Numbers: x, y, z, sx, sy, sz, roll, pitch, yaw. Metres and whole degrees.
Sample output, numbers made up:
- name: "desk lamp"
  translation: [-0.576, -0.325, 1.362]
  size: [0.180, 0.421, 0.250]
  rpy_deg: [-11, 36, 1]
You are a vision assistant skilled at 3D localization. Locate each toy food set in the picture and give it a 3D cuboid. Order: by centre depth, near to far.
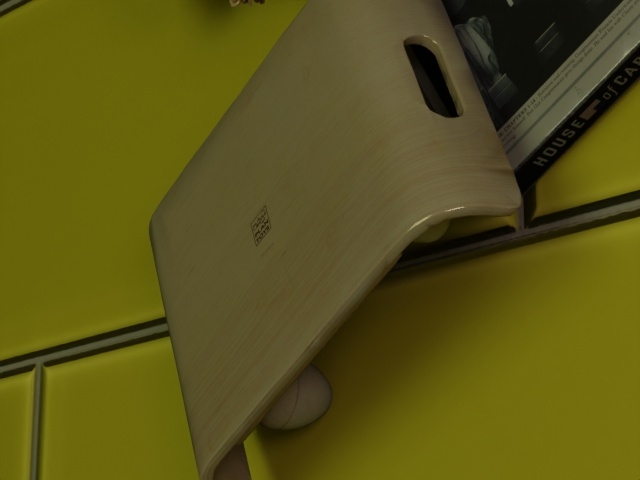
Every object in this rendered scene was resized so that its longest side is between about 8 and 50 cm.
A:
- name: "toy food set"
  translation: [0.000, 0.000, 1.068]
  size: [0.306, 0.092, 0.220]
  rpy_deg: [-50, 38, 33]

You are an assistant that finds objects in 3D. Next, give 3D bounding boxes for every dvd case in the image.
- name: "dvd case"
  translation: [0.118, -0.165, 1.036]
  size: [0.179, 0.029, 0.239]
  rpy_deg: [-47, 49, 27]

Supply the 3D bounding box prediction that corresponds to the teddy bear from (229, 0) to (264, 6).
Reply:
- name: "teddy bear"
  translation: [-0.043, -0.277, 1.146]
  size: [0.338, 0.113, 0.245]
  rpy_deg: [16, 77, 59]
